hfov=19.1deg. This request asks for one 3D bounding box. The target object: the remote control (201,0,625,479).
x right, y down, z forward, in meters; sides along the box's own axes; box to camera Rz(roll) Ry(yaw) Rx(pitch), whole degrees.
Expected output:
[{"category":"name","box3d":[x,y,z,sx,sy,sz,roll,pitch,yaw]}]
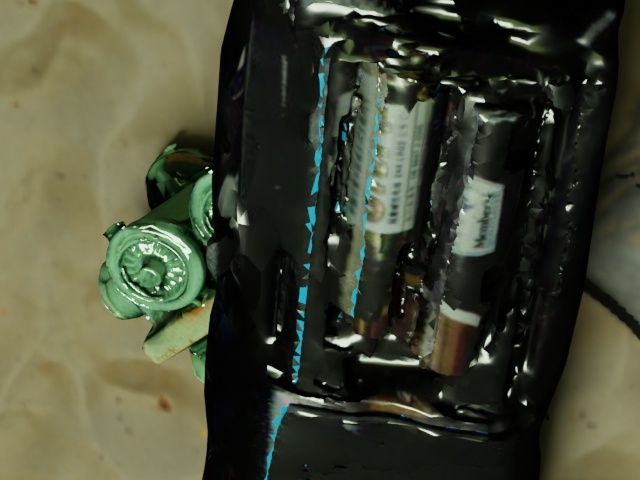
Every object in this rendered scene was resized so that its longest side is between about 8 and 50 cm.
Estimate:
[{"category":"remote control","box3d":[0.025,0.058,0.693,0.144,0.062,0.399,8,133,4]}]

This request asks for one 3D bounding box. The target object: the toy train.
[{"category":"toy train","box3d":[0.000,0.000,0.731,0.176,0.074,0.118,-34,107,28]}]
